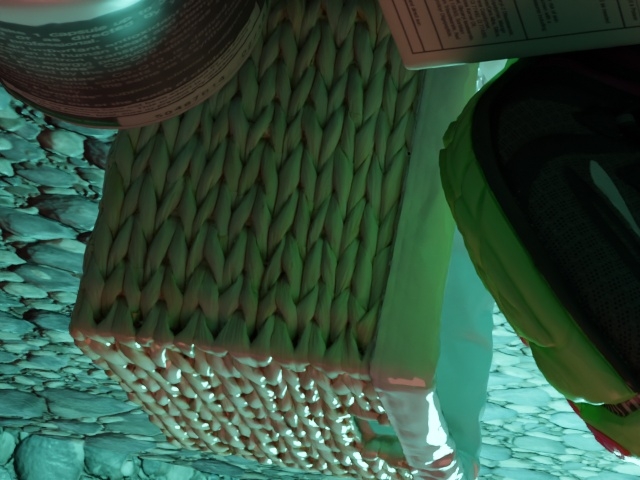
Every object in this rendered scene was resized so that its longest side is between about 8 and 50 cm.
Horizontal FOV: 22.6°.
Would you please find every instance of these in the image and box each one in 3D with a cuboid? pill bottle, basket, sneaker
[{"bbox_3d":[-0.134,-0.194,0.861,0.204,0.204,0.361,6,172,2],"label":"pill bottle"},{"bbox_3d":[0.000,0.000,1.236,0.266,0.331,0.328,4,158,12],"label":"basket"},{"bbox_3d":[0.203,-0.065,0.936,0.202,0.483,0.185,-26,115,29],"label":"sneaker"}]

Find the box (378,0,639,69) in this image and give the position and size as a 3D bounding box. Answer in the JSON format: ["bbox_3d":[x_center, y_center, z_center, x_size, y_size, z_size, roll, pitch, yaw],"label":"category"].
[{"bbox_3d":[0.144,-0.201,0.898,0.232,0.127,0.149,-4,131,25],"label":"box"}]
